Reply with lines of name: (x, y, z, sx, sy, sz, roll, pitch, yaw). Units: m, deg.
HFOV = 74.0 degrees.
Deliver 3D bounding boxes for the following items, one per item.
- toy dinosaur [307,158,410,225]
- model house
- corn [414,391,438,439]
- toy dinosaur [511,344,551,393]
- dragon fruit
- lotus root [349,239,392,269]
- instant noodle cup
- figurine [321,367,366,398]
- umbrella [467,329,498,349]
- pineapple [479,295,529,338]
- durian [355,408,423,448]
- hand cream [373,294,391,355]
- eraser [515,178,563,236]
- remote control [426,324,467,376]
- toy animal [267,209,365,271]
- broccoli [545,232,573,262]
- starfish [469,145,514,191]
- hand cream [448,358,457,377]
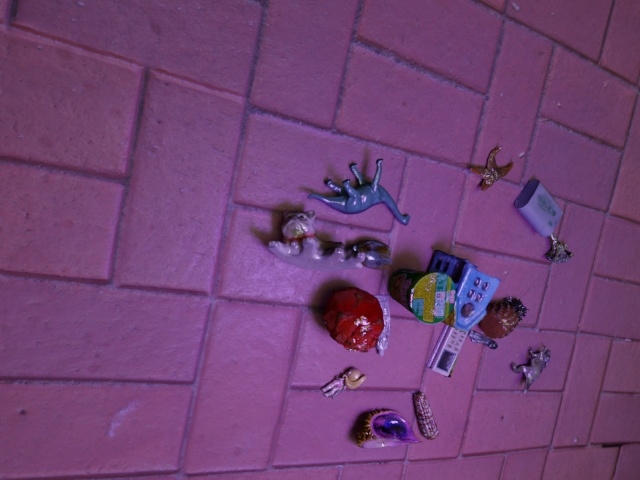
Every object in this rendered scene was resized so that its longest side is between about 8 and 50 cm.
toy dinosaur: (0.165, -0.117, 1.634, 0.383, 0.129, 0.331, -31, 117, -15)
model house: (0.555, 0.225, 1.772, 0.215, 0.237, 0.303, 20, 92, -27)
corn: (0.472, 0.786, 1.906, 0.079, 0.079, 0.237, -21, 102, -20)
toy dinosaur: (1.080, 0.633, 2.144, 0.294, 0.077, 0.162, -32, 109, -17)
dragon fruit: (0.126, 0.292, 1.585, 0.240, 0.252, 0.241, 2, 113, 5)
lotus root: (0.198, 0.053, 1.670, 0.192, 0.088, 0.113, 14, 76, -24)
instant noodle cup: (0.382, 0.199, 1.689, 0.207, 0.232, 0.207, -3, 99, -20)
figurine: (0.096, 0.578, 1.713, 0.187, 0.083, 0.083, -24, 107, -9)
umbrella: (0.759, 0.469, 1.996, 0.188, 0.046, 0.050, 28, 66, -24)
pineapple: (0.875, 0.352, 1.986, 0.278, 0.157, 0.158, -16, 104, -32)
durian: (0.256, 0.814, 1.788, 0.260, 0.154, 0.186, 31, 107, -30)
hand cream: (0.253, 0.353, 1.761, 0.084, 0.050, 0.257, -1, 95, -21)
eraser: (1.033, -0.151, 2.005, 0.227, 0.081, 0.174, 40, 79, -21)
remote control: (0.584, 0.466, 1.915, 0.102, 0.055, 0.277, 27, 86, -24)
toy animal: (0.000, 0.000, 1.524, 0.307, 0.188, 0.266, -9, 141, 12)
broccoli: (1.148, 0.017, 2.083, 0.122, 0.118, 0.204, -25, 92, 13)
starfish: (0.759, -0.321, 1.884, 0.247, 0.050, 0.138, -37, 110, -22)
hand cream: (0.606, 0.574, 1.960, 0.036, 0.023, 0.122, 17, 95, -28)
